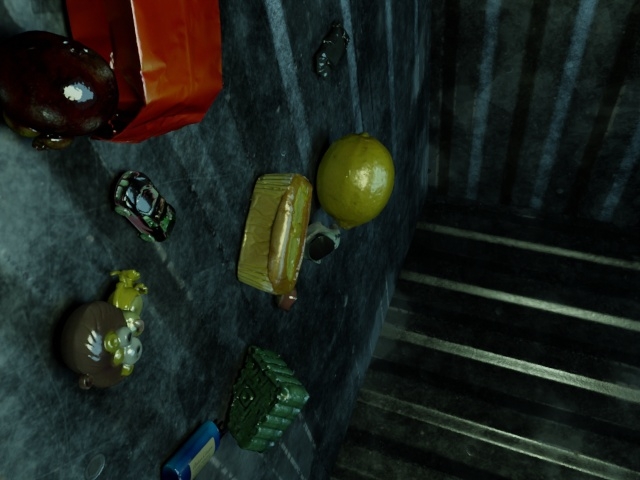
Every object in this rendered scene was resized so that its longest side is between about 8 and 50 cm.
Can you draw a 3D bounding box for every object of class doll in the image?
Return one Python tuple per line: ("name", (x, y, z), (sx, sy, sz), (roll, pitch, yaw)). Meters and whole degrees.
("doll", (-0.308, 0.125, 0.765), (0.145, 0.096, 0.188), (73, 23, -67))

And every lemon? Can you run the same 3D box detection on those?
("lemon", (0.101, -0.178, 1.528), (0.263, 0.236, 0.236), (-51, 173, 26))

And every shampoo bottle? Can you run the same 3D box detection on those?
("shampoo bottle", (-0.268, 0.459, 1.126), (0.183, 0.050, 0.087), (-40, 135, -60))

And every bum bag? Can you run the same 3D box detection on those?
("bum bag", (0.036, -0.514, 1.415), (0.087, 0.049, 0.198), (70, 37, -48))

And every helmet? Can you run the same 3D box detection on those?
("helmet", (-0.101, 0.159, 1.425), (0.084, 0.049, 0.065), (-60, -152, 35))

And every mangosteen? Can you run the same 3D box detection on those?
("mangosteen", (-0.300, -0.161, 0.587), (0.140, 0.140, 0.140), (12, 90, -71))

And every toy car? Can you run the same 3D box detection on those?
("toy car", (-0.270, -0.051, 0.818), (0.142, 0.055, 0.069), (69, 34, -60))

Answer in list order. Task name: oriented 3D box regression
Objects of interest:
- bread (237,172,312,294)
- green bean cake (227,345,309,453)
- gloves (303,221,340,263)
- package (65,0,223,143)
("bread", (-0.101, -0.019, 1.223), (0.152, 0.119, 0.288), (10, 92, -75))
("green bean cake", (-0.156, 0.394, 1.290), (0.208, 0.193, 0.107), (-55, 141, 4))
("gloves", (-0.008, -0.002, 1.515), (0.128, 0.111, 0.212), (-61, -163, 7))
("package", (-0.229, -0.330, 0.669), (0.196, 0.123, 0.424), (-42, 139, -56))
